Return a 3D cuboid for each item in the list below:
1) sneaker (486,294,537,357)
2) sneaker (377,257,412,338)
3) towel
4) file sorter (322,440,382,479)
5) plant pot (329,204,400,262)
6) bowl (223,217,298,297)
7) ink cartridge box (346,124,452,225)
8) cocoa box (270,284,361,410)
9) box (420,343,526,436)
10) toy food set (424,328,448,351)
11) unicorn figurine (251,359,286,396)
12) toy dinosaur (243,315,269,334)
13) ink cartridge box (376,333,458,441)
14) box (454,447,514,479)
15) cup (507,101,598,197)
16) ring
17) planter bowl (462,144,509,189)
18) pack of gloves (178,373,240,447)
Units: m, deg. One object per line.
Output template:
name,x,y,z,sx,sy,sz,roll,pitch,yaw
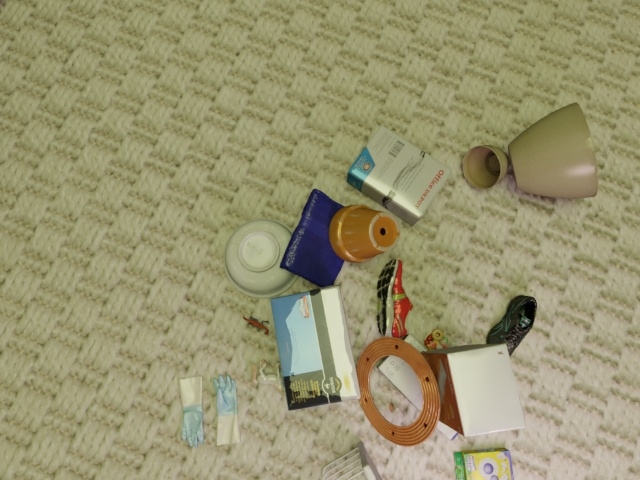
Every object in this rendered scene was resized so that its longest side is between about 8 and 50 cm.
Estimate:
sneaker,0.659,0.302,1.542,0.101,0.106,0.267,28,80,5
sneaker,0.268,0.204,1.581,0.118,0.107,0.279,9,80,-17
towel,0.000,0.000,1.588,0.227,0.076,0.308,30,74,-26
file sorter,0.109,0.769,1.352,0.173,0.278,0.193,-29,79,-4
plant pot,0.163,-0.026,1.531,0.205,0.188,0.205,1,88,-30
bowl,-0.209,0.049,1.583,0.297,0.134,0.298,0,78,-1
ink cartridge box,0.283,-0.234,1.646,0.307,0.129,0.223,35,80,7
cocoa box,-0.015,0.345,1.465,0.227,0.231,0.347,-11,77,1
box,0.429,0.426,1.327,0.168,0.345,0.215,-9,76,-2
toy food set,0.405,0.358,1.571,0.083,0.020,0.083,-32,80,-7
unicorn figurine,-0.160,0.469,1.534,0.161,0.060,0.111,2,78,17
toy dinosaur,-0.219,0.299,1.563,0.082,0.090,0.047,24,94,37
ink cartridge box,0.364,0.492,1.521,0.165,0.065,0.333,-43,79,-9
box,0.536,0.746,1.476,0.179,0.043,0.105,-5,77,1
cup,0.804,-0.288,1.589,0.236,0.331,0.331,-12,77,22
ring,0.242,0.475,1.430,0.032,0.336,0.337,2,74,-42
planter bowl,0.624,-0.278,1.655,0.109,0.162,0.162,-19,77,-32
pack of gloves,-0.379,0.574,1.512,0.194,0.046,0.232,-7,77,-2
